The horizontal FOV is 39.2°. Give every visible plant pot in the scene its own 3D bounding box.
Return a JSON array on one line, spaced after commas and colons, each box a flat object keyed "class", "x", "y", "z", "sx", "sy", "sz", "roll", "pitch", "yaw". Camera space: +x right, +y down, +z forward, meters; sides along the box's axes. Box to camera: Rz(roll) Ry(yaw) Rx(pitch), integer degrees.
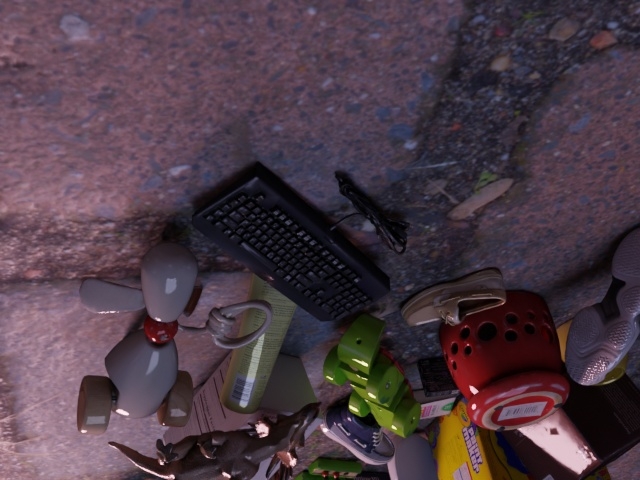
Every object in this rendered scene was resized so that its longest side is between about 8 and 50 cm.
[{"class": "plant pot", "x": 0.305, "y": 0.201, "z": 1.467, "sx": 0.191, "sy": 0.174, "sz": 0.191, "roll": -8, "pitch": 142, "yaw": -6}, {"class": "plant pot", "x": 0.487, "y": 0.198, "z": 1.580, "sx": 0.134, "sy": 0.095, "sz": 0.134, "roll": -9, "pitch": 145, "yaw": -6}]

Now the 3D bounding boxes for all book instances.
[{"class": "book", "x": 0.180, "y": 0.318, "z": 1.714, "sx": 0.144, "sy": 0.035, "sz": 0.096, "roll": -10, "pitch": 149, "yaw": -6}]

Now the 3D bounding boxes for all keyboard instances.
[{"class": "keyboard", "x": 0.000, "y": 0.000, "z": 1.188, "sx": 0.201, "sy": 0.033, "sz": 0.317, "roll": -35, "pitch": 135, "yaw": 16}]

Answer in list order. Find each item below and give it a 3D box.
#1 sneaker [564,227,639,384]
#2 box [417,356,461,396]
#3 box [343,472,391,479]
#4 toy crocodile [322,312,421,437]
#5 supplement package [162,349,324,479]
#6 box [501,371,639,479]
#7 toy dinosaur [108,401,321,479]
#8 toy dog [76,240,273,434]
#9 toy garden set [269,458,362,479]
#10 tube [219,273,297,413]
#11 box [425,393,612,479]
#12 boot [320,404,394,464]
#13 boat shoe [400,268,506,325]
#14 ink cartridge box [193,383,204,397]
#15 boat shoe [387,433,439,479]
[{"class": "sneaker", "x": 0.495, "y": 0.113, "z": 1.402, "sx": 0.153, "sy": 0.101, "sz": 0.269, "roll": 11, "pitch": 110, "yaw": -39}, {"class": "box", "x": 0.218, "y": 0.238, "z": 1.579, "sx": 0.083, "sy": 0.067, "sz": 0.018, "roll": -6, "pitch": 145, "yaw": -11}, {"class": "box", "x": 0.115, "y": 0.622, "z": 1.959, "sx": 0.153, "sy": 0.207, "sz": 0.108, "roll": 10, "pitch": 138, "yaw": -30}, {"class": "toy crocodile", "x": 0.100, "y": 0.239, "z": 1.514, "sx": 0.115, "sy": 0.105, "sz": 0.340, "roll": 18, "pitch": 155, "yaw": 33}, {"class": "supplement package", "x": -0.130, "y": 0.306, "z": 1.471, "sx": 0.139, "sy": 0.134, "sz": 0.244, "roll": 20, "pitch": 121, "yaw": -37}, {"class": "box", "x": 0.479, "y": 0.338, "z": 1.656, "sx": 0.203, "sy": 0.167, "sz": 0.168, "roll": -16, "pitch": 151, "yaw": -37}, {"class": "toy dinosaur", "x": -0.148, "y": 0.320, "z": 1.310, "sx": 0.295, "sy": 0.127, "sz": 0.200, "roll": -5, "pitch": -176, "yaw": 14}, {"class": "toy dog", "x": -0.238, "y": 0.124, "z": 1.253, "sx": 0.220, "sy": 0.161, "sz": 0.334, "roll": 24, "pitch": 117, "yaw": -36}, {"class": "toy garden set", "x": -0.057, "y": 0.541, "z": 1.925, "sx": 0.203, "sy": 0.049, "sz": 0.244, "roll": 13, "pitch": 137, "yaw": -28}, {"class": "tube", "x": -0.083, "y": 0.133, "z": 1.294, "sx": 0.070, "sy": 0.062, "sz": 0.240, "roll": -22, "pitch": 133, "yaw": -65}, {"class": "box", "x": 0.395, "y": 0.463, "z": 1.752, "sx": 0.279, "sy": 0.290, "sz": 0.177, "roll": 5, "pitch": 140, "yaw": -24}, {"class": "boot", "x": 0.093, "y": 0.365, "z": 1.688, "sx": 0.190, "sy": 0.069, "sz": 0.086, "roll": 32, "pitch": 138, "yaw": -32}, {"class": "boat shoe", "x": 0.207, "y": 0.100, "z": 1.391, "sx": 0.170, "sy": 0.059, "sz": 0.063, "roll": -24, "pitch": 143, "yaw": 16}, {"class": "ink cartridge box", "x": -0.177, "y": 0.285, "z": 1.558, "sx": 0.115, "sy": 0.029, "sz": 0.063, "roll": 20, "pitch": 133, "yaw": -38}, {"class": "boat shoe", "x": 0.219, "y": 0.555, "z": 1.897, "sx": 0.156, "sy": 0.136, "sz": 0.367, "roll": -9, "pitch": 119, "yaw": 56}]
